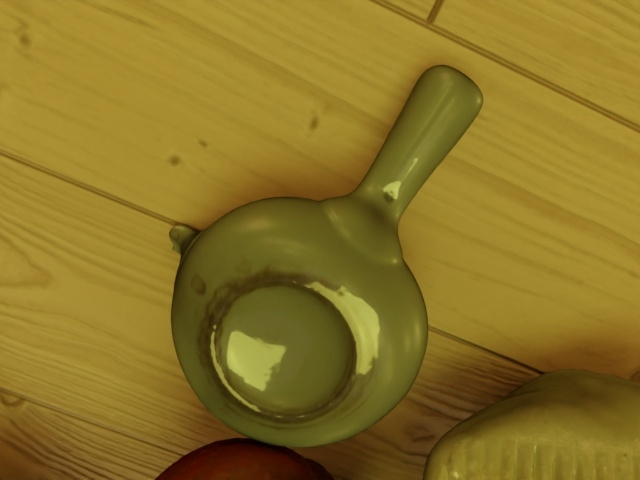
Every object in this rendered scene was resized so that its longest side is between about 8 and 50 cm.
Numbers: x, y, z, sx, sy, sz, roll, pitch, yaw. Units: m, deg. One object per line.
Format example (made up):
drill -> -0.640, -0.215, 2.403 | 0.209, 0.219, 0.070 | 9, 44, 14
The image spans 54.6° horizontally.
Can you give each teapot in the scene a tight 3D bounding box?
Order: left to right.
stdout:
teapot -> 0.026, 0.028, 0.508 | 0.318, 0.149, 0.219 | -30, 98, 14

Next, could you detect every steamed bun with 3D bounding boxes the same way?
steamed bun -> 0.268, 0.306, 0.574 | 0.394, 0.237, 0.346 | 31, 80, 14

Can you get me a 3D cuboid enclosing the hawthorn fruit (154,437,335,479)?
hawthorn fruit -> -0.062, 0.324, 0.502 | 0.298, 0.277, 0.277 | -45, 108, -20
